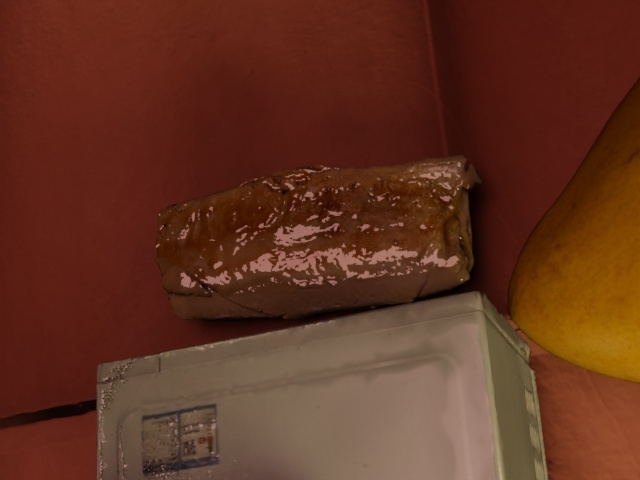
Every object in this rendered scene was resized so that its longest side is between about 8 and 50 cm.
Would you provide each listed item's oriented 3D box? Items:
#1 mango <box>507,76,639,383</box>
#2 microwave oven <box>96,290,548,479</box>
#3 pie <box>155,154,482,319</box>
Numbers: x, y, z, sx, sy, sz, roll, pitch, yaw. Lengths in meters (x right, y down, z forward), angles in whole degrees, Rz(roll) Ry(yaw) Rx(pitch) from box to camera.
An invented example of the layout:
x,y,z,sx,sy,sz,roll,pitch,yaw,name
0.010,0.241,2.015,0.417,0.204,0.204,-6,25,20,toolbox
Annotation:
x,y,z,sx,sy,sz,roll,pitch,yaw,name
0.277,-0.025,0.894,0.317,0.173,0.211,-45,60,8,mango
0.008,0.182,0.911,0.295,0.181,0.238,-12,67,18,microwave oven
0.000,0.000,1.051,0.282,0.068,0.129,-9,68,18,pie
